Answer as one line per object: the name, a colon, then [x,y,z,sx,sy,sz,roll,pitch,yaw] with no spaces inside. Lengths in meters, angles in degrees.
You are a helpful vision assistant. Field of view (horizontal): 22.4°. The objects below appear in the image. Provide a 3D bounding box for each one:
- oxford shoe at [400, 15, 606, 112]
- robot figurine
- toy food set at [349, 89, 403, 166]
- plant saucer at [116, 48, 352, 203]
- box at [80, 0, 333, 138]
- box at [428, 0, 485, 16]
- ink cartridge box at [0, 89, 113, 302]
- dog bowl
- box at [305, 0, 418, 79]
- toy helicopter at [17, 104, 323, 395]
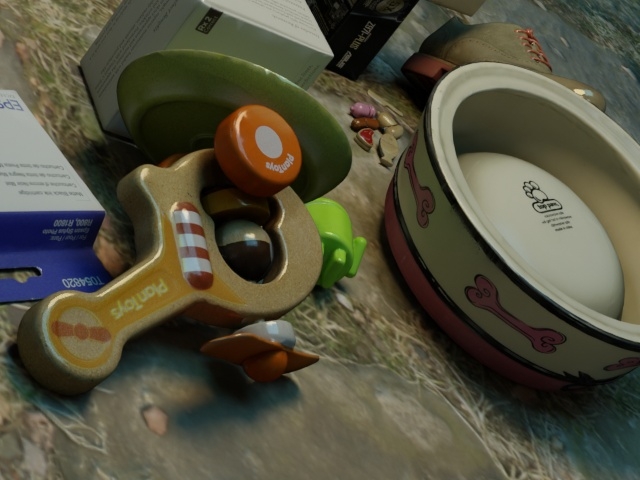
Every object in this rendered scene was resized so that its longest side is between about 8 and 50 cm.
oxford shoe: [0.250,-0.228,2.112,0.348,0.130,0.123,25,-11,47]
robot figurine: [0.000,0.000,1.666,0.101,0.067,0.115,18,31,-15]
toy food set: [0.066,-0.140,2.031,0.078,0.019,0.122,35,34,-9]
plant saucer: [-0.089,-0.095,1.563,0.241,0.241,0.037,30,60,-19]
box: [-0.119,-0.188,1.677,0.182,0.181,0.119,18,34,-38]
box: [0.105,-0.378,2.032,0.275,0.094,0.113,13,37,-41]
ink cartridge box: [-0.292,-0.045,1.380,0.224,0.045,0.223,51,28,21]
dog bowl: [0.248,-0.005,1.845,0.408,0.150,0.408,24,40,-22]
box: [0.035,-0.328,2.137,0.078,0.147,0.180,19,32,-35]
toy helicopter: [-0.116,0.048,1.395,0.355,0.140,0.235,-33,93,-49]
